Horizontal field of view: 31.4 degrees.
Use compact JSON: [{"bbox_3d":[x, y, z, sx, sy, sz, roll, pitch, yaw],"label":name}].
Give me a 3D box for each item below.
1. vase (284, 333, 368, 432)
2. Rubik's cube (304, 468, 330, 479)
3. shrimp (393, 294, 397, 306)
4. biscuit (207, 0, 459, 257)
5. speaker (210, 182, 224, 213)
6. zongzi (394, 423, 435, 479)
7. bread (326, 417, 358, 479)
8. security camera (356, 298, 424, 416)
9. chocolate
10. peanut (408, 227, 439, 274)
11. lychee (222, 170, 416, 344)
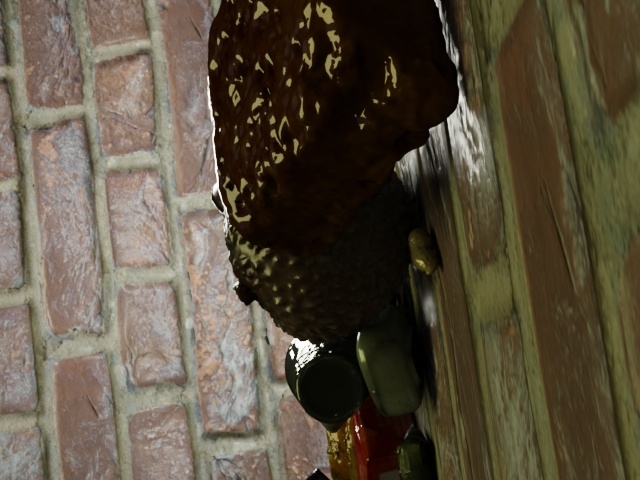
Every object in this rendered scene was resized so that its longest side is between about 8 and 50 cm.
[{"bbox_3d":[0.015,0.202,1.789,0.301,0.156,0.251,-36,-56,-89],"label":"vase"},{"bbox_3d":[-0.004,0.648,2.217,0.293,0.283,0.288,45,168,13],"label":"Rubik's cube"},{"bbox_3d":[0.077,0.083,1.929,0.152,0.063,0.287,21,-133,-49],"label":"shrimp"},{"bbox_3d":[-0.012,-0.201,1.331,0.395,0.166,0.343,129,140,-53],"label":"biscuit"},{"bbox_3d":[-0.120,-0.234,2.376,0.259,0.198,0.329,-109,25,-59],"label":"speaker"},{"bbox_3d":[0.152,0.354,1.777,0.119,0.055,0.109,-41,-57,-79],"label":"zongzi"},{"bbox_3d":[0.084,0.384,2.205,0.198,0.120,0.236,-32,-61,-74],"label":"bread"},{"bbox_3d":[0.115,0.149,1.749,0.301,0.080,0.157,-75,-35,-68],"label":"security camera"},{"bbox_3d":[0.118,0.396,1.971,0.235,0.108,0.237,-105,7,-65],"label":"chocolate"},{"bbox_3d":[0.132,0.014,1.456,0.083,0.037,0.037,-106,9,-46],"label":"peanut"},{"bbox_3d":[-0.004,-0.001,1.618,0.300,0.300,0.300,173,90,-87],"label":"lychee"}]
